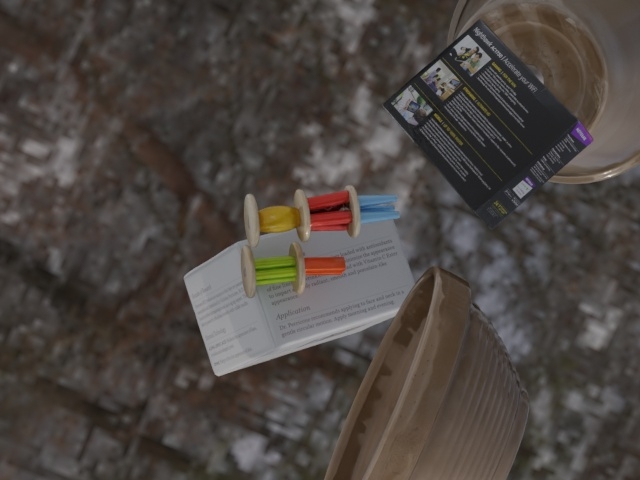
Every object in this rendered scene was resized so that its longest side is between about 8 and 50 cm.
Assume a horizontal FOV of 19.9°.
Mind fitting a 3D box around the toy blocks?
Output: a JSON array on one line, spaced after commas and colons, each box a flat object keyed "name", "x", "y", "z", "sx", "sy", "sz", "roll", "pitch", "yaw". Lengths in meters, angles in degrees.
[{"name": "toy blocks", "x": 0.000, "y": 0.000, "z": 1.788, "sx": 0.054, "sy": 0.148, "sz": 0.123, "roll": -106, "pitch": -164, "yaw": -44}]

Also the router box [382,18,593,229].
[{"name": "router box", "x": 0.161, "y": -0.116, "z": 1.786, "sx": 0.133, "sy": 0.046, "sz": 0.179, "roll": -41, "pitch": -128, "yaw": 5}]

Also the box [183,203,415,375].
[{"name": "box", "x": -0.022, "y": 0.052, "z": 1.936, "sx": 0.182, "sy": 0.181, "sz": 0.119, "roll": -29, "pitch": -102, "yaw": 64}]

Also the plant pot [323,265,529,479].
[{"name": "plant pot", "x": 0.088, "y": 0.147, "z": 1.409, "sx": 0.237, "sy": 0.110, "sz": 0.237, "roll": -157, "pitch": -90, "yaw": -86}]

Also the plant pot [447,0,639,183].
[{"name": "plant pot", "x": 0.279, "y": -0.207, "z": 2.188, "sx": 0.323, "sy": 0.323, "sz": 0.280, "roll": -56, "pitch": 171, "yaw": 23}]
